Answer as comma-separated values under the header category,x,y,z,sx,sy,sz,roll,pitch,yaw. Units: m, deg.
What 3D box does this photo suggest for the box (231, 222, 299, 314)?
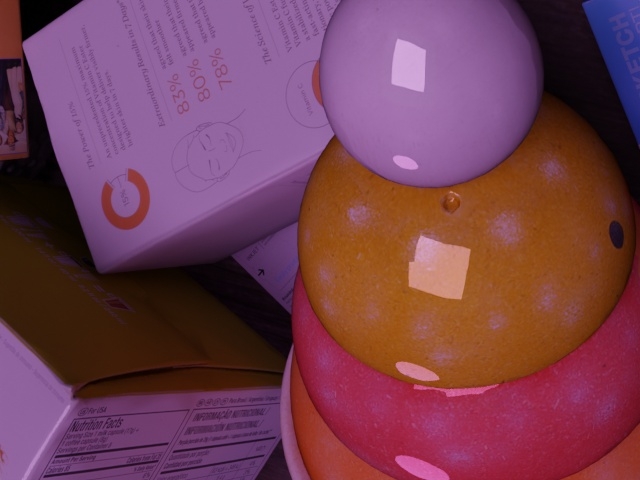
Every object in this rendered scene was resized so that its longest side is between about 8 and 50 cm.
category,x,y,z,sx,sy,sz,roll,pitch,yaw
box,0.000,0.000,1.046,0.186,0.038,0.145,43,118,3

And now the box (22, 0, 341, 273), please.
category,x,y,z,sx,sy,sz,roll,pitch,yaw
box,-0.042,-0.137,0.912,0.345,0.168,0.215,-25,79,28

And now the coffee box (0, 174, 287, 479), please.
category,x,y,z,sx,sy,sz,roll,pitch,yaw
coffee box,-0.280,0.156,0.956,0.338,0.338,0.334,37,103,26

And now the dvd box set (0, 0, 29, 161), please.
category,x,y,z,sx,sy,sz,roll,pitch,yaw
dvd box set,-0.382,-0.286,1.008,0.308,0.062,0.420,9,104,43

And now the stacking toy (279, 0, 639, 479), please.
category,x,y,z,sx,sy,sz,roll,pitch,yaw
stacking toy,0.095,0.017,0.716,0.351,0.350,0.480,9,152,20

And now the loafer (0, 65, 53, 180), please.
category,x,y,z,sx,sy,sz,roll,pitch,yaw
loafer,-0.370,-0.050,1.153,0.111,0.112,0.319,43,116,17

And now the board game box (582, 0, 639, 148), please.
category,x,y,z,sx,sy,sz,roll,pitch,yaw
board game box,0.371,-0.085,0.844,0.242,0.064,0.316,-21,99,27
